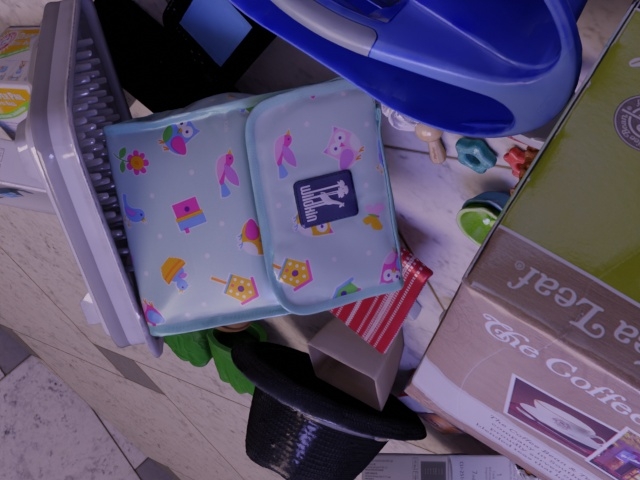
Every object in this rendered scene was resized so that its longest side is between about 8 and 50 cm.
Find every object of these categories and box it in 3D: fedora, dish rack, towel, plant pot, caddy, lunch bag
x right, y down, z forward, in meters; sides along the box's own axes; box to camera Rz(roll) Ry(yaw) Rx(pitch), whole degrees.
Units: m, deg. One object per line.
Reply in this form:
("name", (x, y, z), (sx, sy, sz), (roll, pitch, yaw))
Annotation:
("fedora", (-0.010, 0.269, 1.666), (0.334, 0.153, 0.334), (25, -176, -2))
("dish rack", (-0.235, -0.067, 1.192), (0.072, 0.286, 0.333), (-10, 131, 2))
("towel", (0.000, 0.000, 1.360), (0.275, 0.031, 0.199), (39, 149, 12))
("plant pot", (0.058, 0.149, 1.562), (0.109, 0.096, 0.109), (27, 156, 22))
("caddy", (0.038, -0.208, 0.785), (0.341, 0.179, 0.241), (34, 157, 5))
("lunch bag", (-0.055, -0.037, 1.135), (0.262, 0.160, 0.223), (-8, 99, 16))

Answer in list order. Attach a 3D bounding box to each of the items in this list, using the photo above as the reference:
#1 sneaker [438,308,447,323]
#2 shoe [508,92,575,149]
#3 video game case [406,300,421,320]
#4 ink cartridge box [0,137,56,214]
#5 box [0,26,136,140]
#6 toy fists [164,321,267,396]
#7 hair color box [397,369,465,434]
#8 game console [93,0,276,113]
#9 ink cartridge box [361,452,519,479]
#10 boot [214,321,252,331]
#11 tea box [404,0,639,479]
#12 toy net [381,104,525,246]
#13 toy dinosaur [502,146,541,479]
("sneaker", (0.180, 0.141, 1.424), (0.152, 0.058, 0.084), (39, 150, -25))
("shoe", (0.147, -0.113, 0.945), (0.178, 0.063, 0.081), (41, 167, 32))
("video game case", (-0.003, 0.018, 1.485), (0.227, 0.026, 0.206), (7, 144, 47))
("ink cartridge box", (-0.381, -0.071, 1.590), (0.296, 0.066, 0.261), (11, 168, -3))
("box", (-0.339, -0.192, 1.438), (0.203, 0.103, 0.114), (9, 147, 47))
("toy fists", (-0.175, 0.166, 1.933), (0.279, 0.096, 0.142), (24, 145, 29))
("hair color box", (0.186, 0.217, 1.575), (0.093, 0.053, 0.167), (39, 158, -11))
("game console", (-0.139, -0.209, 1.205), (0.213, 0.044, 0.361), (39, 157, -9))
("ink cartridge box", (0.225, 0.345, 1.711), (0.238, 0.060, 0.275), (4, 169, -24))
("boot", (-0.090, 0.001, 1.358), (0.269, 0.089, 0.236), (-13, 116, 53))
("tea box", (0.280, 0.026, 0.715), (0.329, 0.323, 0.220), (32, 157, 9))
("toy net", (0.130, -0.080, 1.078), (0.232, 0.045, 0.122), (44, 156, -19))
("toy dinosaur", (0.218, 0.051, 0.950), (0.164, 0.218, 0.322), (32, 122, 54))
